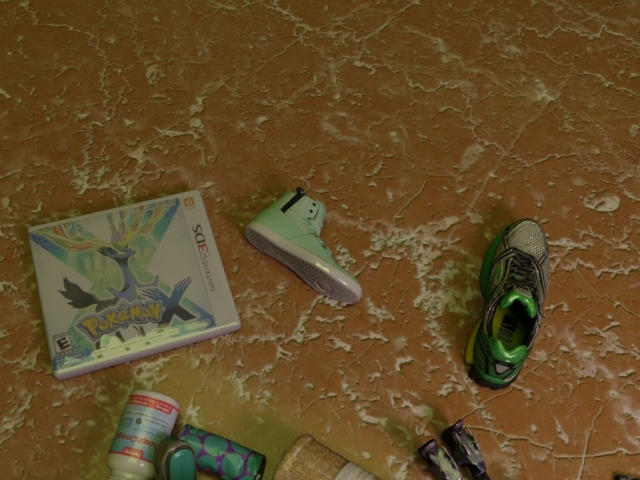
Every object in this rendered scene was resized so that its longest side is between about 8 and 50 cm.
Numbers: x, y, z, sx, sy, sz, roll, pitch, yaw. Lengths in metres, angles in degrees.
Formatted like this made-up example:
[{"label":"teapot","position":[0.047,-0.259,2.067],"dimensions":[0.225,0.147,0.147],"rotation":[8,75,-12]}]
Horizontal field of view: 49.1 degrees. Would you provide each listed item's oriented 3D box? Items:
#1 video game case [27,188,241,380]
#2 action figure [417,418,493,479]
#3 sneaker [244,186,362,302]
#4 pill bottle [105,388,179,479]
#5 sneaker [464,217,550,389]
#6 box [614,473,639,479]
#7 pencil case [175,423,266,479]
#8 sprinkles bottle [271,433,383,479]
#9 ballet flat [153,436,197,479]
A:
[{"label":"video game case","position":[-0.344,0.069,1.286],"dimensions":[0.328,0.036,0.300],"rotation":[-15,65,-14]},{"label":"action figure","position":[0.273,0.440,1.137],"dimensions":[0.185,0.099,0.285],"rotation":[-28,72,-25]},{"label":"sneaker","position":[0.000,-0.001,1.335],"dimensions":[0.256,0.094,0.151],"rotation":[35,61,10]},{"label":"pill bottle","position":[-0.290,0.328,1.127],"dimensions":[0.087,0.087,0.160],"rotation":[14,62,0]},{"label":"sneaker","position":[0.370,0.101,1.298],"dimensions":[0.134,0.146,0.344],"rotation":[17,61,2]},{"label":"box","position":[0.542,0.453,1.205],"dimensions":[0.067,0.018,0.083],"rotation":[13,62,0]},{"label":"pencil case","position":[-0.166,0.357,1.141],"dimensions":[0.151,0.064,0.070],"rotation":[21,65,5]},{"label":"sprinkles bottle","position":[0.094,0.431,1.063],"dimensions":[0.355,0.121,0.121],"rotation":[25,61,21]},{"label":"ballet flat","position":[-0.223,0.411,1.094],"dimensions":[0.072,0.068,0.213],"rotation":[-5,95,-37]}]
